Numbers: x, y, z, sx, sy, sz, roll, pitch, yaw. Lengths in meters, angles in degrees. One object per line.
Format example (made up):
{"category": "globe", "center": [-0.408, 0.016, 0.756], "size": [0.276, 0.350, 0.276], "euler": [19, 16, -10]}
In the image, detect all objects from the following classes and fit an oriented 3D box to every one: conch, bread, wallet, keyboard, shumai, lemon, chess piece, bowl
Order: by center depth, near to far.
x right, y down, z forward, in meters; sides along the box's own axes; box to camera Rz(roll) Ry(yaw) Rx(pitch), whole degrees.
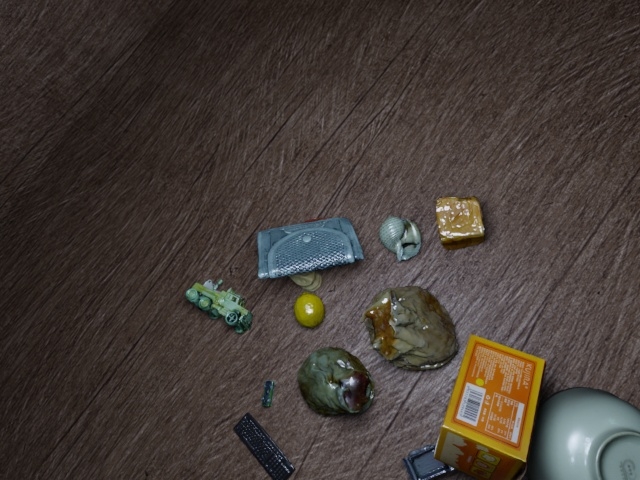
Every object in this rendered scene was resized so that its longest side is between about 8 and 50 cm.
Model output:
{"category": "bowl", "center": [0.731, 0.560, 1.122], "size": [0.354, 0.185, 0.353], "euler": [0, 76, 1]}
{"category": "shumai", "center": [0.274, 0.260, 1.364], "size": [0.314, 0.262, 0.267], "euler": [30, 84, 21]}
{"category": "shumai", "center": [0.034, 0.447, 1.408], "size": [0.272, 0.203, 0.222], "euler": [-1, 72, 21]}
{"category": "bread", "center": [0.465, -0.060, 1.471], "size": [0.143, 0.149, 0.158], "euler": [-5, 71, 19]}
{"category": "wallet", "center": [-0.043, 0.015, 1.482], "size": [0.342, 0.075, 0.237], "euler": [-10, 37, -3]}
{"category": "keyboard", "center": [-0.191, 0.697, 1.493], "size": [0.250, 0.017, 0.087], "euler": [42, 89, 25]}
{"category": "conch", "center": [0.274, -0.016, 1.538], "size": [0.135, 0.102, 0.153], "euler": [-19, 101, -2]}
{"category": "chess piece", "center": [-0.061, 0.120, 1.541], "size": [0.090, 0.200, 0.090], "euler": [-5, 72, 15]}
{"category": "lemon", "center": [-0.039, 0.241, 1.545], "size": [0.109, 0.109, 0.133], "euler": [-23, 64, 9]}

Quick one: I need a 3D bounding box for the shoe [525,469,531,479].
{"category": "shoe", "center": [0.606, 0.584, 1.256], "size": [0.079, 0.078, 0.195], "euler": [-5, 68, 15]}

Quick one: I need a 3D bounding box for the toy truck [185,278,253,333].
{"category": "toy truck", "center": [-0.360, 0.230, 1.642], "size": [0.260, 0.128, 0.135], "euler": [28, 69, 23]}

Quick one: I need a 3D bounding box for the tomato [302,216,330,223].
{"category": "tomato", "center": [0.005, 0.005, 1.617], "size": [0.174, 0.082, 0.166], "euler": [-2, 57, 9]}

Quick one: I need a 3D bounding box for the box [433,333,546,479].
{"category": "box", "center": [0.455, 0.460, 1.193], "size": [0.214, 0.259, 0.283], "euler": [17, 52, 23]}

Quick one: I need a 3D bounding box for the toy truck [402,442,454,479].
{"category": "toy truck", "center": [0.343, 0.643, 1.307], "size": [0.192, 0.092, 0.083], "euler": [-27, 66, 7]}

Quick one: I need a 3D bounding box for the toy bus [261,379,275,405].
{"category": "toy bus", "center": [-0.180, 0.528, 1.533], "size": [0.031, 0.037, 0.083], "euler": [4, 73, 19]}
